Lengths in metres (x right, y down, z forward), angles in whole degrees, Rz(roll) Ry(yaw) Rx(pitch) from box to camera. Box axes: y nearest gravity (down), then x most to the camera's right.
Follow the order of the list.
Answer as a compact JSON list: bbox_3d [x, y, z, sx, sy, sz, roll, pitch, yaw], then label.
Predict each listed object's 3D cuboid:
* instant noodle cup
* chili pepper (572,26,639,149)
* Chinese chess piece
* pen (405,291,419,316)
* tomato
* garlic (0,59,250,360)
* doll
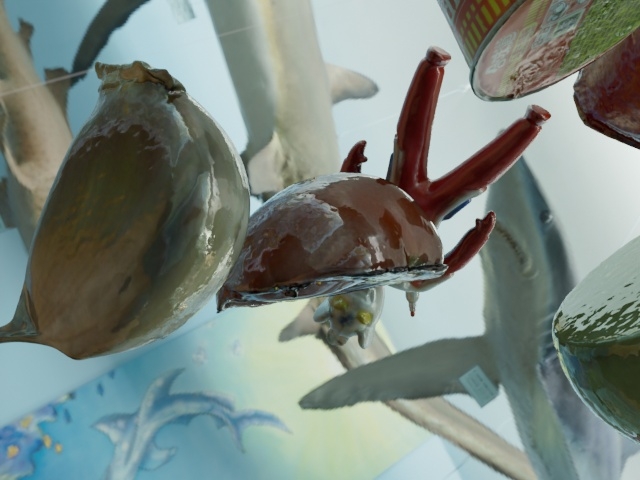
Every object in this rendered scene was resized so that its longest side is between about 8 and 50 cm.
[{"bbox_3d":[0.145,-0.246,0.543,0.212,0.193,0.193,63,-30,17],"label":"instant noodle cup"},{"bbox_3d":[0.493,-0.252,0.908,0.251,0.229,0.305,20,-20,-4],"label":"chili pepper"},{"bbox_3d":[0.296,0.046,0.534,0.101,0.250,0.250,53,-31,-2],"label":"Chinese chess piece"},{"bbox_3d":[0.145,0.019,1.155,0.026,0.026,0.218,18,-65,50],"label":"pen"},{"bbox_3d":[0.000,0.000,0.670,0.199,0.228,0.112,-14,-99,27],"label":"tomato"},{"bbox_3d":[-0.138,0.013,0.502,0.148,0.266,0.128,11,-23,44],"label":"garlic"},{"bbox_3d":[0.097,-0.023,0.851,0.188,0.099,0.384,30,-62,8],"label":"doll"}]
